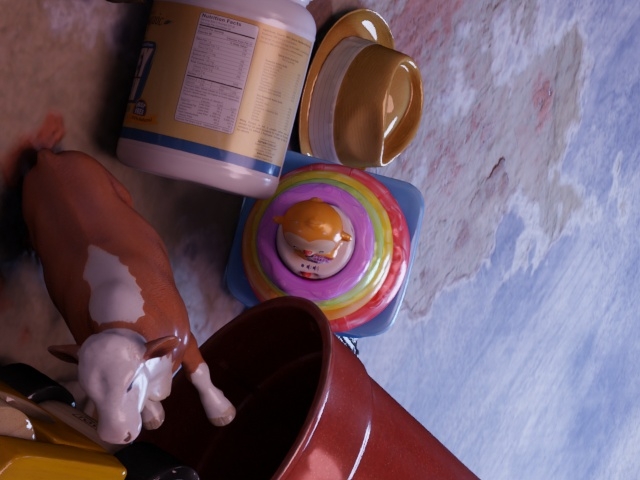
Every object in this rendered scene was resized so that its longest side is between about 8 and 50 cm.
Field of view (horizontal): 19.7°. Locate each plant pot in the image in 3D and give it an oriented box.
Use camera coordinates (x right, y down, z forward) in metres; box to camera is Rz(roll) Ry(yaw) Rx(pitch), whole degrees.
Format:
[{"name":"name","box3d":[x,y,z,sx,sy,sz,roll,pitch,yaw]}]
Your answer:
[{"name":"plant pot","box3d":[0.005,0.234,1.628,0.265,0.272,0.272,38,66,-26]}]

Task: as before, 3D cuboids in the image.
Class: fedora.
[{"name":"fedora","box3d":[0.052,-0.137,1.883,0.194,0.079,0.194,-30,127,-50]}]

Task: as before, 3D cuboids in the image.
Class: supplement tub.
[{"name":"supplement tub","box3d":[-0.086,-0.146,1.590,0.144,0.144,0.200,15,89,-59]}]

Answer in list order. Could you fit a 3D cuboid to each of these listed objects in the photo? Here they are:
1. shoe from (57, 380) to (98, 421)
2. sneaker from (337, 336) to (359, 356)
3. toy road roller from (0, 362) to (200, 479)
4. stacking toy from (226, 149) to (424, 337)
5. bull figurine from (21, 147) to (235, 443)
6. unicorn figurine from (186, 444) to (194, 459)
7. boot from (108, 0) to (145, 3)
[{"name":"shoe","box3d":[-0.217,0.224,1.623,0.076,0.058,0.219,-66,166,-74]},{"name":"sneaker","box3d":[0.016,0.083,1.912,0.227,0.087,0.130,-39,135,-41]},{"name":"toy road roller","box3d":[-0.268,0.225,1.401,0.241,0.202,0.329,-63,149,-1]},{"name":"stacking toy","box3d":[0.000,0.000,1.659,0.302,0.175,0.166,64,42,-86]},{"name":"bull figurine","box3d":[-0.156,0.054,1.449,0.101,0.310,0.188,-24,137,1]},{"name":"unicorn figurine","box3d":[-0.142,0.227,1.733,0.162,0.060,0.111,53,53,-49]},{"name":"boot","box3d":[-0.155,-0.299,1.511,0.106,0.082,0.219,34,67,-81]}]
